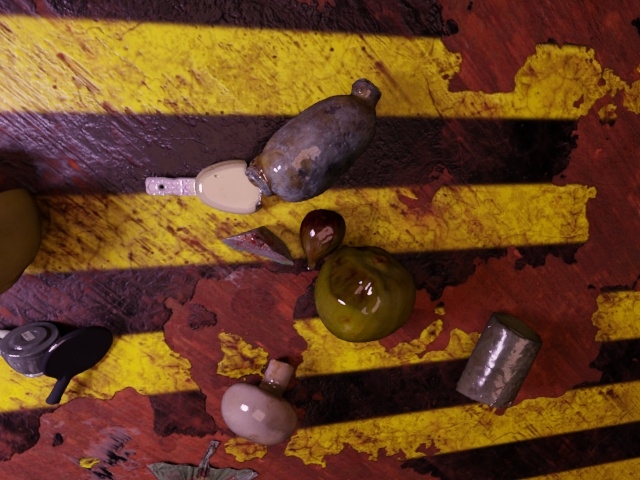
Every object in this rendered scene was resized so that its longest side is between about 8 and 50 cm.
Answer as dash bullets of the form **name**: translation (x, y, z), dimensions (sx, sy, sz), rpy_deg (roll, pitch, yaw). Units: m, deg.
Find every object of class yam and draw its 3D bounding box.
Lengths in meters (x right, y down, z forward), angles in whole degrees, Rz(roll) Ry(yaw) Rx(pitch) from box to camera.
- **yam**: translation (0.520, 0.355, 1.171), dimensions (0.162, 0.161, 0.267), rpy_deg (19, 99, -17)

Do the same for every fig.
- **fig**: translation (0.098, 0.146, 0.980), dimensions (0.240, 0.239, 0.270), rpy_deg (5, 126, -13)
- **fig**: translation (0.000, 0.000, 0.979), dimensions (0.110, 0.103, 0.154), rpy_deg (13, 96, 26)

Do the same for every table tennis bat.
- **table tennis bat**: translation (-0.579, 0.292, 0.939), dimensions (0.236, 0.027, 0.150), rpy_deg (-56, 153, 14)

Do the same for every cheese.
- **cheese**: translation (-0.260, -0.124, 0.916), dimensions (0.256, 0.050, 0.127), rpy_deg (1, 106, -13)

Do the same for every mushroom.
- **mushroom**: translation (-0.158, 0.416, 1.039), dimensions (0.207, 0.206, 0.208), rpy_deg (-1, 65, -12)

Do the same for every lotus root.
- **lotus root**: translation (0.006, -0.208, 0.883), dimensions (0.350, 0.175, 0.175), rpy_deg (-39, 110, -1)

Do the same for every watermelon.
- **watermelon**: translation (-0.139, 0.011, 0.967), dimensions (0.180, 0.094, 0.081), rpy_deg (19, 98, -32)

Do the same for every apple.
- **apple**: translation (-0.687, -0.020, 0.747), dimensions (0.293, 0.254, 0.291), rpy_deg (-2, 106, -8)

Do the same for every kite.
- **kite**: translation (-0.340, 0.684, 1.154), dimensions (0.324, 0.013, 0.267), rpy_deg (14, 104, -18)

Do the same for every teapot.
- **teapot**: translation (-0.668, 0.257, 0.911), dimensions (0.149, 0.111, 0.108), rpy_deg (-2, 120, -17)
